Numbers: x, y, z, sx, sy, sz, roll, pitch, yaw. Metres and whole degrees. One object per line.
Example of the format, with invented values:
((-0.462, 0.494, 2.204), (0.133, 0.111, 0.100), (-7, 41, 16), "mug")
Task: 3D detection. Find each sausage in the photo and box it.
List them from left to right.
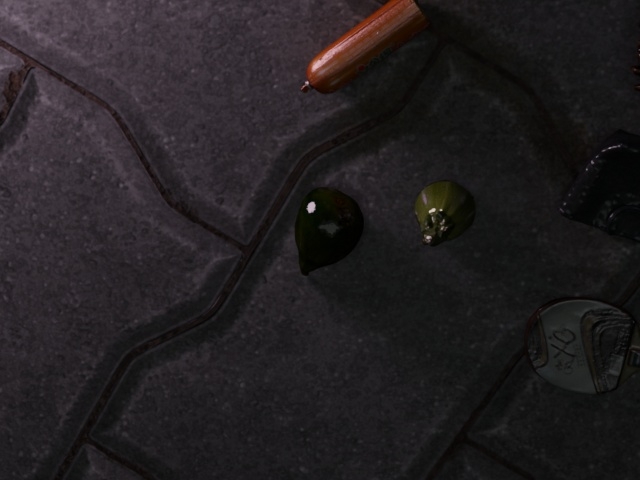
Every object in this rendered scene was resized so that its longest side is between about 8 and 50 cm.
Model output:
((0.065, -0.307, 1.755), (0.234, 0.071, 0.071), (-35, 98, 16), "sausage")

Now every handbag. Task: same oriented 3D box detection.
((0.536, -0.069, 1.755), (0.270, 0.088, 0.175), (19, 115, 2), "handbag")

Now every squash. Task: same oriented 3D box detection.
((0.200, -0.034, 1.780), (0.105, 0.132, 0.105), (3, 108, 9), "squash")

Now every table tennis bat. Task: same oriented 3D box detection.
((0.499, 0.191, 1.862), (0.301, 0.022, 0.173), (13, 107, 6), "table tennis bat")

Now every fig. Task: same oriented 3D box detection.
((0.000, 0.000, 1.840), (0.117, 0.117, 0.177), (29, 118, -1), "fig")

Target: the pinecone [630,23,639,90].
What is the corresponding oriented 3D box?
((0.567, -0.272, 1.646), (0.184, 0.179, 0.204), (0, 89, -14), "pinecone")
